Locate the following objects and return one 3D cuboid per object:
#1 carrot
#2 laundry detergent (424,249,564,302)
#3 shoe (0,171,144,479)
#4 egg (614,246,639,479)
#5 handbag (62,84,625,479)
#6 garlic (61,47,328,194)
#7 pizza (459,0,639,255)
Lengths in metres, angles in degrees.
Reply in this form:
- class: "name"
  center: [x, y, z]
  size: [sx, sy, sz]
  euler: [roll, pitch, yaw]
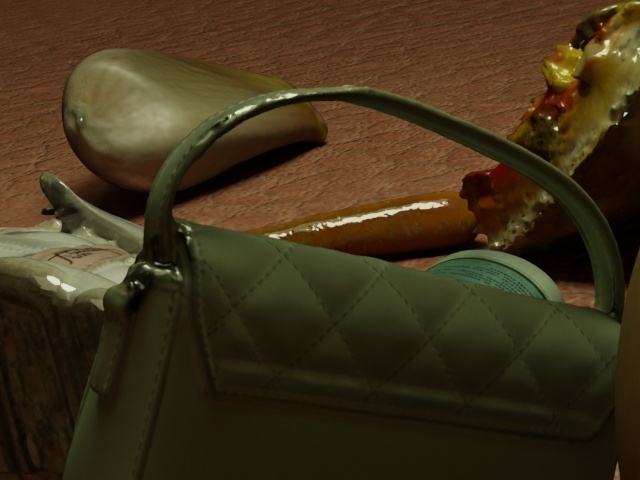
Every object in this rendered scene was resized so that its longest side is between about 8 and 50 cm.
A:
- class: "carrot"
  center: [0.000, 0.000, 1.265]
  size: [0.248, 0.043, 0.043]
  euler: [-10, 18, -5]
- class: "laundry detergent"
  center: [0.044, 0.069, 0.978]
  size: [0.099, 0.070, 0.225]
  euler: [14, 25, 33]
- class: "shoe"
  center: [-0.121, 0.059, 0.898]
  size: [0.351, 0.172, 0.198]
  euler: [9, 23, 40]
- class: "egg"
  center: [0.251, 0.049, 0.578]
  size: [0.301, 0.301, 0.374]
  euler: [-1, 26, 17]
- class: "handbag"
  center: [0.022, 0.052, 0.711]
  size: [0.256, 0.219, 0.079]
  euler: [12, 4, -33]
- class: "garlic"
  center: [-0.121, -0.106, 1.523]
  size: [0.143, 0.112, 0.318]
  euler: [34, 31, 30]
- class: "pizza"
  center: [0.296, -0.163, 1.148]
  size: [0.440, 0.406, 0.130]
  euler: [-21, 61, -8]
